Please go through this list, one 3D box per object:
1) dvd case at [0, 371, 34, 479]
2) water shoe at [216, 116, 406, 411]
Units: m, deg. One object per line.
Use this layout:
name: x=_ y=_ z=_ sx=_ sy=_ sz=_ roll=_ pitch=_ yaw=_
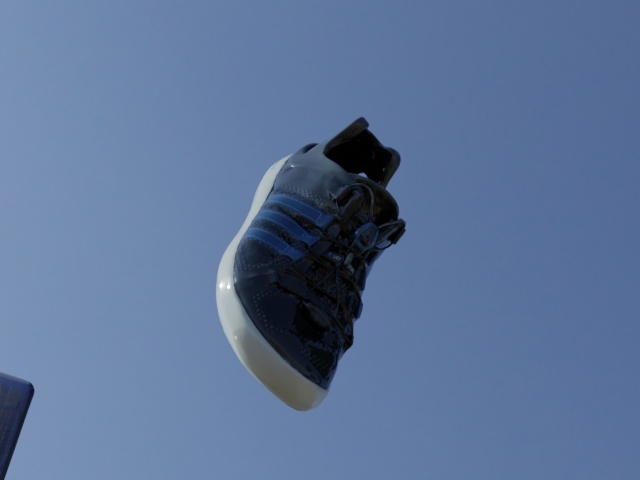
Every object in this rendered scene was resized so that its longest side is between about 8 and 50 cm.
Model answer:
dvd case: x=-0.241 y=0.099 z=0.470 sx=0.253 sy=0.180 sz=0.022 roll=24 pitch=-11 yaw=-33
water shoe: x=0.000 y=0.000 z=0.702 sx=0.080 sy=0.203 sz=0.073 roll=-37 pitch=-65 yaw=25
